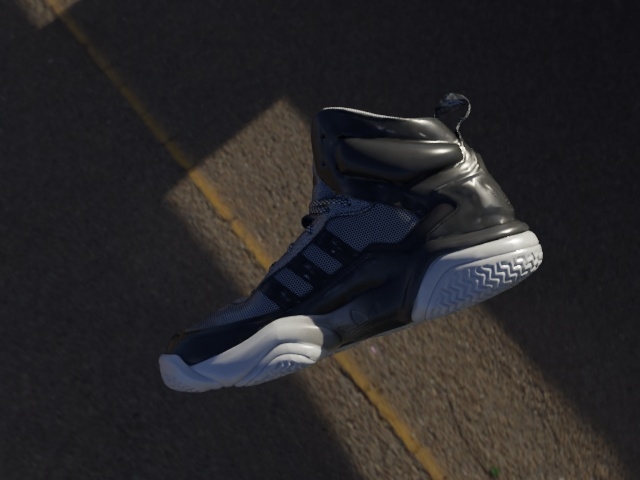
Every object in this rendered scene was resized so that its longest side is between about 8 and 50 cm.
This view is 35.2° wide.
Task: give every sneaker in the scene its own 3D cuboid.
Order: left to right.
[{"bbox_3d":[0.000,0.000,0.681,0.268,0.101,0.153,-21,85,11],"label":"sneaker"}]
